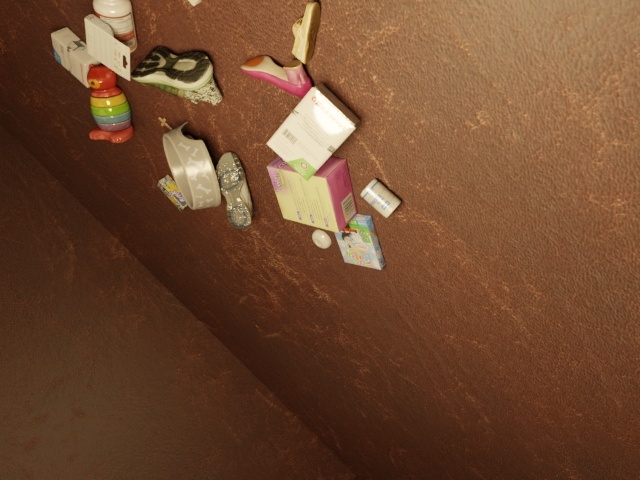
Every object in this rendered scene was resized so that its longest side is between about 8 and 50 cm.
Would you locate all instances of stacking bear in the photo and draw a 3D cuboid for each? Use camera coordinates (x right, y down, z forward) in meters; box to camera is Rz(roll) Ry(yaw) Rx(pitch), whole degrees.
[{"bbox_3d":[-0.876,-0.574,1.974,0.176,0.164,0.288,11,126,15],"label":"stacking bear"}]

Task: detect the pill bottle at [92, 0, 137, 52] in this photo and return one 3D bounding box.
[{"bbox_3d":[-0.693,-0.752,1.613,0.121,0.121,0.216,35,145,13],"label":"pill bottle"}]

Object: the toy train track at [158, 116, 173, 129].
[{"bbox_3d":[-0.621,-0.471,1.948,0.083,0.014,0.048,43,140,-10],"label":"toy train track"}]

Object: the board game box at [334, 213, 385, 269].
[{"bbox_3d":[0.128,-0.001,1.660,0.160,0.039,0.211,10,135,39],"label":"board game box"}]

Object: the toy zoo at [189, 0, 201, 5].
[{"bbox_3d":[-0.359,-0.784,1.310,0.293,0.030,0.192,-13,117,51],"label":"toy zoo"}]

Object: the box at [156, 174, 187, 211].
[{"bbox_3d":[-0.684,-0.221,2.246,0.169,0.059,0.054,49,147,-9],"label":"box"}]

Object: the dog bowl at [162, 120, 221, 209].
[{"bbox_3d":[-0.500,-0.276,1.840,0.348,0.102,0.348,49,151,38],"label":"dog bowl"}]

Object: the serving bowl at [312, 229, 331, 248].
[{"bbox_3d":[0.000,0.000,1.804,0.083,0.027,0.083,28,145,22],"label":"serving bowl"}]

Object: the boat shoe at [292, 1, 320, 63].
[{"bbox_3d":[-0.044,-0.535,1.227,0.059,0.063,0.170,31,146,8],"label":"boat shoe"}]

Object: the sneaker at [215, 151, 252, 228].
[{"bbox_3d":[-0.327,-0.196,1.850,0.111,0.129,0.296,-5,110,6],"label":"sneaker"}]

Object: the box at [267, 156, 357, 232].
[{"bbox_3d":[-0.024,-0.164,1.568,0.243,0.117,0.213,15,138,34],"label":"box"}]

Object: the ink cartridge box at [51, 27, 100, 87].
[{"bbox_3d":[-1.002,-0.751,1.973,0.191,0.082,0.139,41,147,2],"label":"ink cartridge box"}]

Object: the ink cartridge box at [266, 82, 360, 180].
[{"bbox_3d":[-0.018,-0.304,1.346,0.160,0.092,0.219,43,120,-7],"label":"ink cartridge box"}]

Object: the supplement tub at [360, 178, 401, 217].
[{"bbox_3d":[0.180,-0.127,1.436,0.107,0.071,0.071,42,147,3],"label":"supplement tub"}]

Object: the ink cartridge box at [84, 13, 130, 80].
[{"bbox_3d":[-0.700,-0.645,1.604,0.179,0.045,0.145,32,144,0],"label":"ink cartridge box"}]

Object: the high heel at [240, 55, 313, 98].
[{"bbox_3d":[-0.127,-0.467,1.392,0.244,0.082,0.117,13,146,32],"label":"high heel"}]

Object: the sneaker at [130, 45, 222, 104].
[{"bbox_3d":[-0.493,-0.537,1.643,0.411,0.158,0.182,24,160,35],"label":"sneaker"}]
